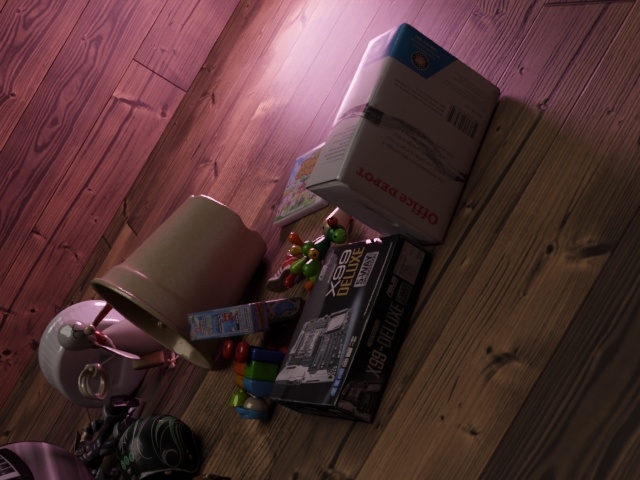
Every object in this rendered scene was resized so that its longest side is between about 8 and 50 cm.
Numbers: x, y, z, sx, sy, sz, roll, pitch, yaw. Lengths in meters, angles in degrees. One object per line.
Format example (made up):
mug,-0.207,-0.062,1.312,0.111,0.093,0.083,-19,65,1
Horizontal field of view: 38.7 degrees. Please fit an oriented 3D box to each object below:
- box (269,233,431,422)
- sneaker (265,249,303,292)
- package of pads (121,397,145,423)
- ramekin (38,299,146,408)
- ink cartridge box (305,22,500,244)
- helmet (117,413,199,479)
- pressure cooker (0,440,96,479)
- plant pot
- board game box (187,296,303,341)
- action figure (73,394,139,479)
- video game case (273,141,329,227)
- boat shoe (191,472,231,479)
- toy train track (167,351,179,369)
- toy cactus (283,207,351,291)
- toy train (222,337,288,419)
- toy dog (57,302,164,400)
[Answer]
box,0.047,0.149,1.562,0.242,0.076,0.307,-10,54,60
sneaker,-0.073,0.064,1.944,0.118,0.042,0.067,-39,25,49
package of pads,-0.482,0.442,2.327,0.050,0.032,0.083,-14,50,54
ramekin,-0.593,0.308,2.416,0.277,0.277,0.135,-61,31,-2
ink cartridge box,0.143,-0.174,1.563,0.129,0.223,0.307,-7,56,62
helmet,-0.340,0.443,1.905,0.169,0.169,0.161,-47,44,27
pressure cooker,-0.622,0.659,1.954,0.420,0.375,0.370,-151,72,-66
plant pot,-0.296,0.075,2.082,0.305,0.334,0.334,-55,21,-18
board game box,-0.137,0.156,1.825,0.194,0.194,0.060,-13,84,58
action figure,-0.531,0.502,2.247,0.285,0.099,0.185,-45,51,31
video game case,-0.021,-0.138,2.097,0.212,0.023,0.193,-23,43,54
boat shoe,-0.204,0.469,1.646,0.307,0.111,0.104,-32,37,47
toy train track,-0.377,0.296,2.311,0.048,0.014,0.083,-52,24,17
toy cactus,0.000,0.000,1.807,0.180,0.112,0.219,-57,0,-34
toy train,-0.150,0.270,1.812,0.248,0.105,0.143,175,105,-68
toy dog,-0.467,0.232,2.230,0.161,0.220,0.334,-23,3,24
